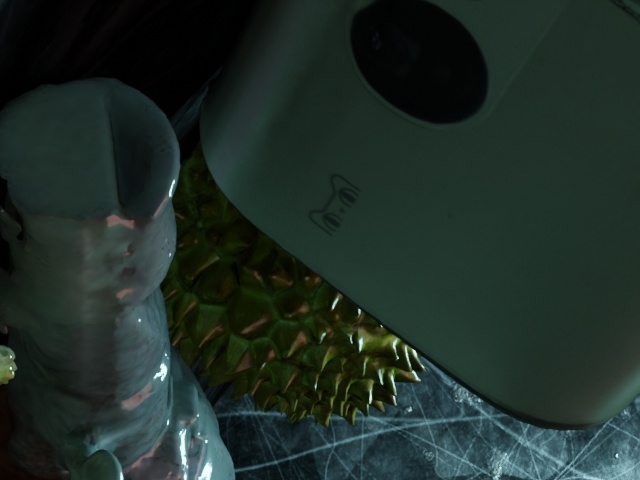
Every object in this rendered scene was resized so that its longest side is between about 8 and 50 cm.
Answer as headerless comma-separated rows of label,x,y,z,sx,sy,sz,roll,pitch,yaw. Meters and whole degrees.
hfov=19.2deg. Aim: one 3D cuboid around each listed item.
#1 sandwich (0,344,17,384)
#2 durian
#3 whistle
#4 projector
sandwich,-0.139,0.054,0.539,0.193,0.058,0.162,-58,177,37
durian,0.001,0.001,1.044,0.237,0.176,0.200,52,54,-75
whistle,-0.095,0.065,0.717,0.346,0.133,0.142,101,7,-57
projector,0.121,-0.103,0.820,0.248,0.248,0.249,-51,176,-37
